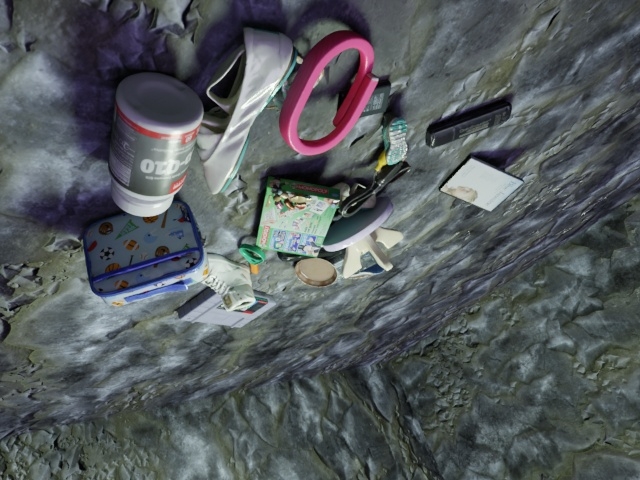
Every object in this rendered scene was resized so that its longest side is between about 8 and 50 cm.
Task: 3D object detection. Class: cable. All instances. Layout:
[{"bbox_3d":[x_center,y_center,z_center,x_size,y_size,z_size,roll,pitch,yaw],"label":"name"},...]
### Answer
[{"bbox_3d":[0.170,-0.186,1.452,0.287,0.072,0.139,-44,151,18],"label":"cable"}]

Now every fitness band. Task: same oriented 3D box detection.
[{"bbox_3d":[0.020,-0.324,1.064,0.209,0.054,0.291,-7,136,-46],"label":"fitness band"}]

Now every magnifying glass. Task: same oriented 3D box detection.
[{"bbox_3d":[-0.235,0.069,1.640,0.092,0.026,0.231,22,159,4],"label":"magnifying glass"}]

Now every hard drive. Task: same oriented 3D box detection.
[{"bbox_3d":[0.109,-0.353,1.198,0.135,0.022,0.094,-16,152,-14],"label":"hard drive"}]

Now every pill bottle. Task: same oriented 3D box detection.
[{"bbox_3d":[-0.354,-0.188,0.986,0.161,0.161,0.283,-5,147,-32],"label":"pill bottle"}]

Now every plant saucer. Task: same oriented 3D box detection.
[{"bbox_3d":[-0.015,0.117,1.833,0.168,0.029,0.169,6,135,6],"label":"plant saucer"}]

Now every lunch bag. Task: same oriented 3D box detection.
[{"bbox_3d":[-0.442,0.034,1.222,0.303,0.243,0.115,-17,152,-10],"label":"lunch bag"}]

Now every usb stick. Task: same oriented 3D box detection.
[{"bbox_3d":[0.452,-0.353,1.437,0.277,0.045,0.077,-20,145,-5],"label":"usb stick"}]

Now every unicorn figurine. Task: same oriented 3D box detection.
[{"bbox_3d":[-0.058,-0.344,1.045,0.161,0.060,0.111,-24,151,2],"label":"unicorn figurine"}]

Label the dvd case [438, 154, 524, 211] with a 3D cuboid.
[{"bbox_3d":[0.588,-0.202,1.725,0.252,0.022,0.180,18,136,-19],"label":"dvd case"}]

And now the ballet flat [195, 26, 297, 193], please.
[{"bbox_3d":[-0.197,-0.275,1.008,0.139,0.139,0.400,4,135,-41],"label":"ballet flat"}]

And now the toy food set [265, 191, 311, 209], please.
[{"bbox_3d":[-0.092,-0.111,1.334,0.122,0.019,0.078,5,146,-17],"label":"toy food set"}]

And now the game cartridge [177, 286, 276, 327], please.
[{"bbox_3d":[-0.365,0.271,1.902,0.230,0.068,0.355,-31,152,22],"label":"game cartridge"}]

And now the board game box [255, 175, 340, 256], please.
[{"bbox_3d":[-0.080,-0.062,1.458,0.213,0.046,0.317,10,145,-9],"label":"board game box"}]

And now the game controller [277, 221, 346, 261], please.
[{"bbox_3d":[0.000,0.000,1.715,0.319,0.067,0.167,-8,134,-28],"label":"game controller"}]

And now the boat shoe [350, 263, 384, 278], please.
[{"bbox_3d":[0.193,0.133,2.086,0.183,0.066,0.066,-4,153,-15],"label":"boat shoe"}]

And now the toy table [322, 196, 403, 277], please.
[{"bbox_3d":[0.153,-0.005,1.602,0.274,0.252,0.161,-30,115,3],"label":"toy table"}]

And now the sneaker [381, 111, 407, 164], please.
[{"bbox_3d":[0.203,-0.289,1.319,0.064,0.076,0.167,-18,142,-13],"label":"sneaker"}]

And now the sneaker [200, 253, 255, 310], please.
[{"bbox_3d":[-0.332,0.150,1.593,0.108,0.169,0.292,-36,149,26],"label":"sneaker"}]

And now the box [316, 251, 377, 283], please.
[{"bbox_3d":[0.106,0.091,1.938,0.232,0.059,0.183,-28,152,10],"label":"box"}]

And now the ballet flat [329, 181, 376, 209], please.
[{"bbox_3d":[0.086,-0.148,1.500,0.248,0.086,0.086,0,145,-40],"label":"ballet flat"}]

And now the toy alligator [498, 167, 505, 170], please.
[{"bbox_3d":[0.596,-0.231,1.764,0.189,0.056,0.051,-33,107,31],"label":"toy alligator"}]
